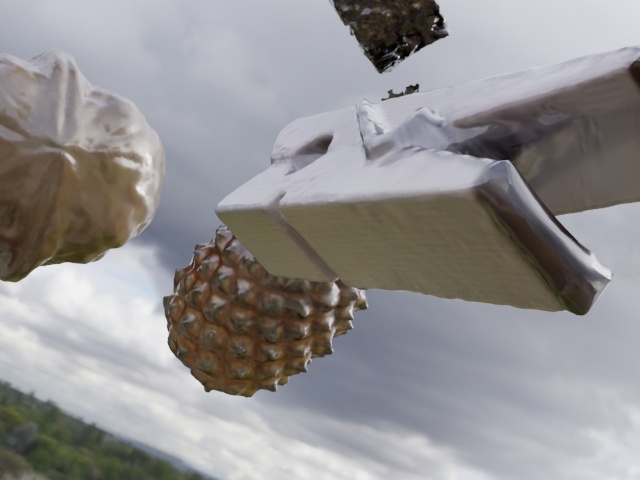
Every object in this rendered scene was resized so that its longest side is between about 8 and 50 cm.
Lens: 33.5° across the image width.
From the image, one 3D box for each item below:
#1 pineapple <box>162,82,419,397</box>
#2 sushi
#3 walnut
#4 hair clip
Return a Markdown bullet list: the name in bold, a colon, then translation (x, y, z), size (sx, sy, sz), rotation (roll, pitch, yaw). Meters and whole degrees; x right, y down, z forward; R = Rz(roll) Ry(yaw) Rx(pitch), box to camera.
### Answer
- **pineapple**: translation (0.000, 0.000, 0.968), size (0.175, 0.175, 0.361), rotation (29, -54, -23)
- **sushi**: translation (0.060, -0.204, 0.928), size (0.098, 0.084, 0.094), rotation (60, 13, -4)
- **walnut**: translation (-0.294, -0.078, 1.092), size (0.273, 0.227, 0.273), rotation (36, -11, 9)
- **hair clip**: translation (0.044, -0.022, 0.525), size (0.085, 0.101, 0.331), rotation (45, -17, -17)
